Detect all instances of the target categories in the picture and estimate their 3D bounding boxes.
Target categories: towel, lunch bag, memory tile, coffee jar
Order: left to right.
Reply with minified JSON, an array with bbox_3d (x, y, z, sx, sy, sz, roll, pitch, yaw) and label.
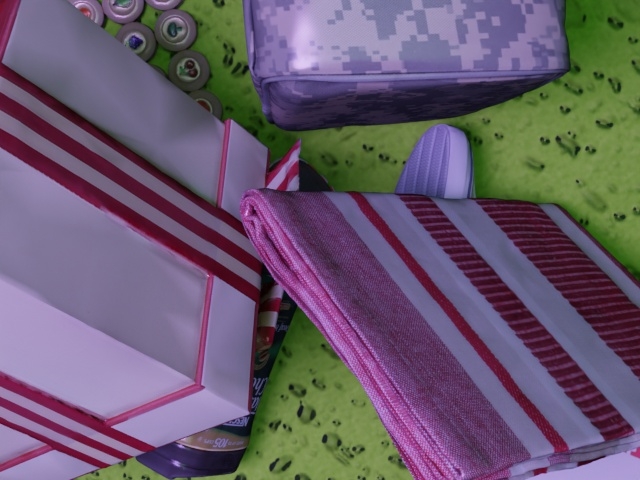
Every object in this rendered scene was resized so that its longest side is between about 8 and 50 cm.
[{"bbox_3d":[-0.155,-0.153,0.806,0.113,0.012,0.148,-17,92,1],"label":"memory tile"},{"bbox_3d":[-0.085,0.105,0.768,0.079,0.096,0.184,21,93,31],"label":"coffee jar"},{"bbox_3d":[0.048,-0.220,0.658,0.212,0.305,0.256,-5,92,0],"label":"lunch bag"},{"bbox_3d":[0.127,0.051,0.633,0.237,0.329,0.037,54,128,35],"label":"towel"}]

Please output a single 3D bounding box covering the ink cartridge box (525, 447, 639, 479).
[{"bbox_3d":[0.211,0.326,0.664,0.285,0.166,0.395,23,65,-2],"label":"ink cartridge box"}]

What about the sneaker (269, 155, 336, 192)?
[{"bbox_3d":[0.000,0.000,0.782,0.061,0.065,0.158,-26,91,1],"label":"sneaker"}]

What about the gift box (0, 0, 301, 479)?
[{"bbox_3d":[-0.173,-0.003,0.644,0.255,0.258,0.276,-21,47,35],"label":"gift box"}]

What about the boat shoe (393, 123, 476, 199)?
[{"bbox_3d":[0.101,0.019,0.786,0.076,0.083,0.226,12,90,-29],"label":"boat shoe"}]
